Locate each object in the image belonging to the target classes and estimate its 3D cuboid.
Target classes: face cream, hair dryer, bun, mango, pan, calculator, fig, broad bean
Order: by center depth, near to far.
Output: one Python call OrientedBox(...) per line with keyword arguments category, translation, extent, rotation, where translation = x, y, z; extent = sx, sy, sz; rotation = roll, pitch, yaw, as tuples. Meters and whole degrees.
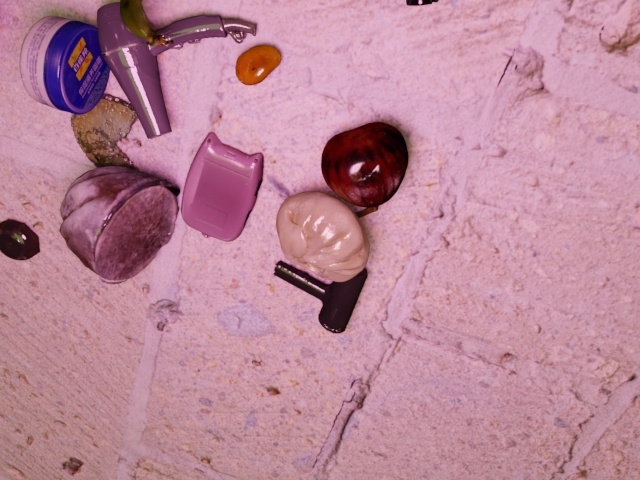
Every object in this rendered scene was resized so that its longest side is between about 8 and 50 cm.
OrientedBox(category="broad bean", translation=(-0.360, -0.556, 1.143), extent=(0.144, 0.049, 0.292), rotation=(9, 87, 10))
OrientedBox(category="face cream", translation=(-0.584, -0.401, 1.221), extent=(0.111, 0.206, 0.206), rotation=(16, 118, 3))
OrientedBox(category="hair dryer", translation=(-0.311, -0.421, 1.224), extent=(0.361, 0.121, 0.301), rotation=(-15, 106, 8))
OrientedBox(category="mango", translation=(-0.144, -0.404, 1.227), extent=(0.114, 0.060, 0.080), rotation=(-17, 98, 19))
OrientedBox(category="fig", translation=(0.118, -0.144, 1.250), extent=(0.203, 0.186, 0.249), rotation=(-24, 119, 0))
OrientedBox(category="bun", translation=(0.000, 0.000, 1.301), extent=(0.259, 0.160, 0.259), rotation=(23, 148, 15))
OrientedBox(category="calculator", translation=(-0.266, -0.121, 1.398), extent=(0.194, 0.043, 0.294), rotation=(23, 119, -3))
OrientedBox(category="hair dryer", translation=(-0.014, 0.122, 1.459), extent=(0.251, 0.089, 0.197), rotation=(24, 118, 5))
OrientedBox(category="pan", translation=(-0.934, -0.004, 1.567), extent=(0.202, 0.048, 0.128), rotation=(14, 118, 3))

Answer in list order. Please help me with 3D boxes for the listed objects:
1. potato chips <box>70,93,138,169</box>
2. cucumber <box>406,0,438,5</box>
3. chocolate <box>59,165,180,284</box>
OrientedBox(category="potato chips", translation=(-0.550, -0.269, 1.385), extent=(0.202, 0.029, 0.220), rotation=(5, 114, 8))
OrientedBox(category="cucumber", translation=(0.214, -0.587, 1.073), extent=(0.078, 0.062, 0.211), rotation=(3, 116, 8))
OrientedBox(category="chocolate", translation=(-0.536, -0.066, 1.362), extent=(0.213, 0.303, 0.303), rotation=(30, 118, 13))
